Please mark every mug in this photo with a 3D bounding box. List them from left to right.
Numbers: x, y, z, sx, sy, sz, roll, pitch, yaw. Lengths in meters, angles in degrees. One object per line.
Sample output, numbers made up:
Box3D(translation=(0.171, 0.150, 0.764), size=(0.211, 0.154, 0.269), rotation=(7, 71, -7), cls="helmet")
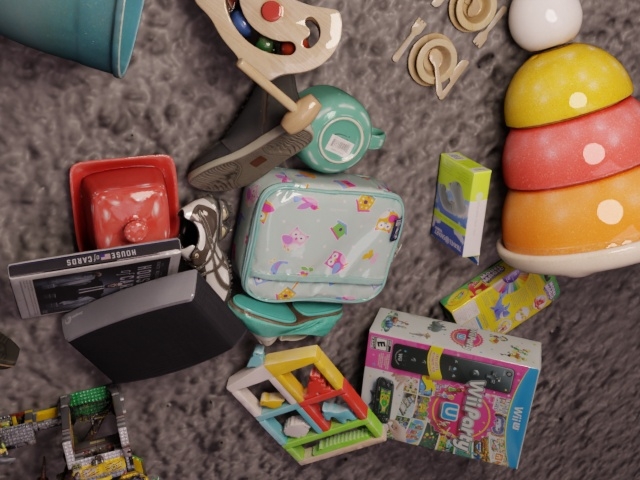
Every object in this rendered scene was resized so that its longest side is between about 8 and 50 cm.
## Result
Box3D(translation=(0.028, -0.177, 1.256), size=(0.158, 0.097, 0.129), rotation=(-24, 121, -10), cls="mug")

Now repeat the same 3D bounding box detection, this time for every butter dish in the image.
Box3D(translation=(-0.283, -0.034, 1.184), size=(0.160, 0.118, 0.160), rotation=(-7, 117, -18), cls="butter dish")

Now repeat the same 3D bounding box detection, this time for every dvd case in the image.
Box3D(translation=(-0.335, 0.059, 1.196), size=(0.239, 0.029, 0.179), rotation=(-9, 159, -18), cls="dvd case")

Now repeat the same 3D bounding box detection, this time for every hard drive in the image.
Box3D(translation=(-0.263, 0.145, 1.247), size=(0.255, 0.054, 0.172), rotation=(-19, 130, 19), cls="hard drive")

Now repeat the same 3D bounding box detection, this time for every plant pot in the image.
Box3D(translation=(-0.338, -0.353, 0.941), size=(0.255, 0.271, 0.271), rotation=(10, 110, -11), cls="plant pot")

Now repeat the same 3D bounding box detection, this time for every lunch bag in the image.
Box3D(translation=(0.000, 0.000, 1.323), size=(0.279, 0.108, 0.224), rotation=(4, 112, -24), cls="lunch bag")

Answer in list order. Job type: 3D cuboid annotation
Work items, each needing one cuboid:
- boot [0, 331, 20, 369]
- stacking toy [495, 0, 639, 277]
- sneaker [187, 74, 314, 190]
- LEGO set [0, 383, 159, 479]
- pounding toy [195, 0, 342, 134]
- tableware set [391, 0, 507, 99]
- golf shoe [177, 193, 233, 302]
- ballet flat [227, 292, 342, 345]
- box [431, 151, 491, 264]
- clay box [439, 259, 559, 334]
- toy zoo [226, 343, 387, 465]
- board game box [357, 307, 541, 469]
Box3D(translation=(-0.573, 0.188, 1.204), size=(0.198, 0.077, 0.137), rotation=(22, 109, -16), cls="boot")
Box3D(translation=(0.427, -0.207, 1.335), size=(0.350, 0.350, 0.480), rotation=(-18, 102, -14), cls="stacking toy")
Box3D(translation=(-0.114, -0.164, 1.226), size=(0.222, 0.118, 0.083), rotation=(-24, 150, 21), cls="sneaker")
Box3D(translation=(-0.418, 0.381, 1.265), size=(0.331, 0.192, 0.255), rotation=(-3, 106, -19), cls="LEGO set")
Box3D(translation=(-0.056, -0.294, 1.087), size=(0.154, 0.155, 0.269), rotation=(-35, 100, 5), cls="pounding toy")
Box3D(translation=(0.220, -0.336, 1.295), size=(0.128, 0.039, 0.194), rotation=(31, 100, -31), cls="tableware set")
Box3D(translation=(-0.193, 0.027, 1.263), size=(0.094, 0.077, 0.198), rotation=(-16, 112, -43), cls="golf shoe")
Box3D(translation=(-0.063, 0.140, 1.350), size=(0.247, 0.083, 0.087), rotation=(3, 121, -45), cls="ballet flat")
Box3D(translation=(0.244, -0.055, 1.397), size=(0.042, 0.109, 0.178), rotation=(-8, 117, -23), cls="box")
Box3D(translation=(0.355, 0.113, 1.556), size=(0.222, 0.053, 0.127), rotation=(-33, 122, -7), cls="clay box")
Box3D(translation=(-0.034, 0.290, 1.435), size=(0.192, 0.030, 0.293), rotation=(-23, 122, 23), cls="toy zoo")
Box3D(translation=(0.233, 0.270, 1.464), size=(0.303, 0.097, 0.224), rotation=(10, 115, 12), cls="board game box")
